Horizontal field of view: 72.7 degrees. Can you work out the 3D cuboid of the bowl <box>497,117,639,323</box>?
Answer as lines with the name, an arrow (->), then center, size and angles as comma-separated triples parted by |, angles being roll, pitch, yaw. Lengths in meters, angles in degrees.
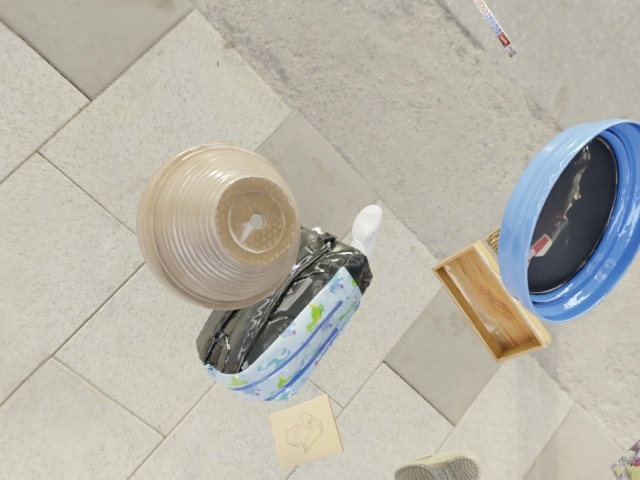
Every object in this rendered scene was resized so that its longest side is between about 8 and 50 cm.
bowl -> 0.492, -0.034, 0.827 | 0.392, 0.077, 0.390 | -12, 115, -26

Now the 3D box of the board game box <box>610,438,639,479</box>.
board game box -> 0.840, 0.588, 1.060 | 0.056, 0.347, 0.208 | 43, 105, 14

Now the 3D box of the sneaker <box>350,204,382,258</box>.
sneaker -> 0.144, -0.008, 1.359 | 0.094, 0.080, 0.212 | 7, 106, -57

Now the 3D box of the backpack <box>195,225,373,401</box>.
backpack -> -0.091, 0.163, 0.930 | 0.355, 0.290, 0.273 | -43, 134, -29

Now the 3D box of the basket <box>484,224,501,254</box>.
basket -> 0.884, -0.005, 1.790 | 0.214, 0.223, 0.299 | 14, 126, -44

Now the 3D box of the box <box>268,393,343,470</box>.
box -> -0.047, 0.576, 1.310 | 0.201, 0.021, 0.164 | -23, 65, 11

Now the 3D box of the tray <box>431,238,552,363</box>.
tray -> 0.599, 0.218, 1.548 | 0.076, 0.203, 0.410 | -27, 81, -45

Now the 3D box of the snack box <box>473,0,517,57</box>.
snack box -> 0.469, -0.574, 1.168 | 0.064, 0.022, 0.178 | 4, 58, -53

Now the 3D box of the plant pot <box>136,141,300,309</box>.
plant pot -> -0.111, -0.022, 0.586 | 0.238, 0.110, 0.237 | 2, 86, -35

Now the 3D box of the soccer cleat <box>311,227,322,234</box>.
soccer cleat -> 0.000, 0.000, 1.266 | 0.036, 0.029, 0.083 | -8, 69, -49

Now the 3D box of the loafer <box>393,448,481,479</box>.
loafer -> 0.339, 0.666, 1.247 | 0.092, 0.269, 0.101 | 12, 56, -56
